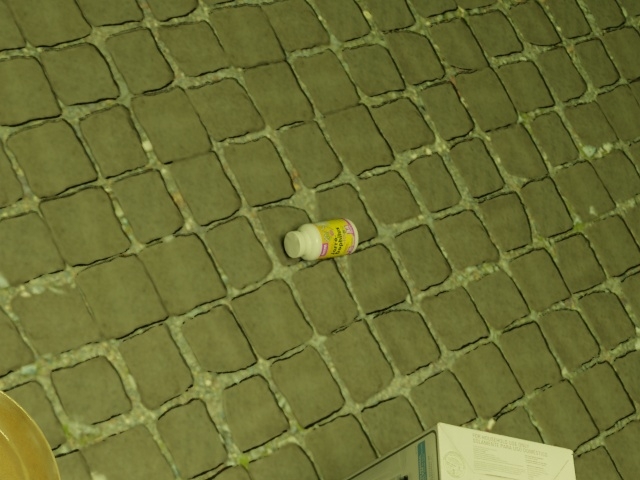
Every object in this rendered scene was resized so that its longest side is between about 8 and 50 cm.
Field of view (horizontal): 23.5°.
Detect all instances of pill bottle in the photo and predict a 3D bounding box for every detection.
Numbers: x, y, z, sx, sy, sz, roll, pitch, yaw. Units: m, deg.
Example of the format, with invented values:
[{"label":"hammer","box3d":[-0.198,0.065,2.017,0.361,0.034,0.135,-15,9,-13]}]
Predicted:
[{"label":"pill bottle","box3d":[0.000,0.000,1.763,0.083,0.043,0.043,-10,72,-38]}]

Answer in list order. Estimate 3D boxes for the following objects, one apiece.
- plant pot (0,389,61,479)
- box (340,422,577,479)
[{"label":"plant pot","box3d":[-0.348,0.231,1.392,0.236,0.032,0.236,16,57,-27]},{"label":"box","box3d":[0.100,0.280,1.517,0.169,0.290,0.087,14,57,-28]}]
